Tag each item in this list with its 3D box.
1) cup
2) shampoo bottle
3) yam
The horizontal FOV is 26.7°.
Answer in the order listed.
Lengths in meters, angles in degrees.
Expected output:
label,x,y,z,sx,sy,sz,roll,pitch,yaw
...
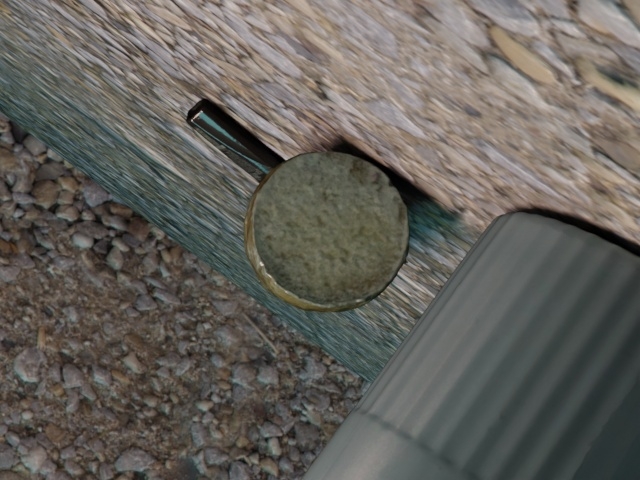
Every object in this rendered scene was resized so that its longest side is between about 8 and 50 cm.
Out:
label,x,y,z,sx,sy,sz,roll,pitch,yaw
cup,0.162,0.186,0.893,0.331,0.311,0.257,33,171,11
shampoo bottle,-0.067,-0.081,1.273,0.137,0.027,0.048,39,162,-23
yam,0.000,0.000,1.156,0.133,0.133,0.330,35,175,0
